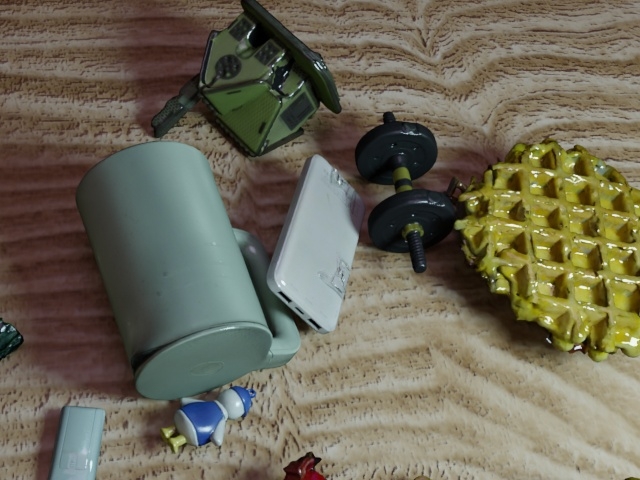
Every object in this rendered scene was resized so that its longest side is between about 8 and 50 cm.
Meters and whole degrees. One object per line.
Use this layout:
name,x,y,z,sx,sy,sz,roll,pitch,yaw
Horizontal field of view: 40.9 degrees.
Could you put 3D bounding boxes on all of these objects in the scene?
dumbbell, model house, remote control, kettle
dumbbell,0.137,-0.088,1.421,0.143,0.143,0.325,1,55,-13
model house,-0.135,-0.226,1.465,0.278,0.205,0.218,-45,71,-3
remote control,-0.320,0.293,1.112,0.061,0.029,0.162,5,55,-8
kettle,-0.196,0.051,1.236,0.205,0.265,0.318,-29,61,6

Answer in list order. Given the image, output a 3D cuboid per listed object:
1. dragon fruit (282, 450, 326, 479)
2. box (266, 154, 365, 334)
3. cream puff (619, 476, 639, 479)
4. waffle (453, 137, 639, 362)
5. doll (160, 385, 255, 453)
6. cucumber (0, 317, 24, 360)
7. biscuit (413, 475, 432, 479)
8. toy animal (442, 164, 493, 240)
dragon fruit,0.014,0.452,1.017,0.343,0.100,0.282,40,70,14
box,0.000,0.000,1.339,0.142,0.044,0.285,46,41,-29
cream puff,0.454,0.449,1.034,0.378,0.275,0.378,6,51,-8
waffle,0.411,0.003,1.385,0.382,0.095,0.380,45,57,13
doll,-0.149,0.239,1.175,0.143,0.057,0.099,-27,44,-30
cucumber,-0.512,0.148,1.144,0.115,0.086,0.193,41,63,13
biscuit,0.095,0.404,1.128,0.205,0.031,0.138,-28,67,-27
toy animal,0.295,-0.050,1.473,0.179,0.089,0.188,32,54,2
